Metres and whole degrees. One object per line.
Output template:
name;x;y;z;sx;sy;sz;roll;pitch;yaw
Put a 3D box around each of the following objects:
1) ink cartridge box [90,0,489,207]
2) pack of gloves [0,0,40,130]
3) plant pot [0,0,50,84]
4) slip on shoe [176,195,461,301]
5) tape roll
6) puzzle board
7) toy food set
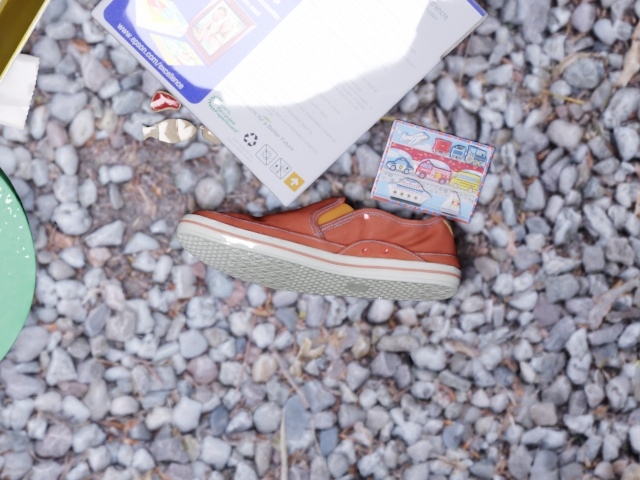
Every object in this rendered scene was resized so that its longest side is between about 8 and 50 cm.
ink cartridge box;-0.033;-0.246;1.841;0.307;0.072;0.303;-43;99;12
pack of gloves;-0.407;-0.241;1.827;0.232;0.046;0.195;14;104;-9
plant pot;-0.391;-0.244;1.707;0.212;0.187;0.212;30;100;-11
slip on shoe;0.000;0.000;1.946;0.331;0.123;0.101;6;71;-11
tape roll;-0.471;0.026;1.848;0.321;0.077;0.321;-3;104;-12
puzzle board;0.131;-0.079;2.000;0.128;0.011;0.096;15;99;-16
toy food set;-0.137;-0.147;1.917;0.122;0.019;0.078;4;102;-6
